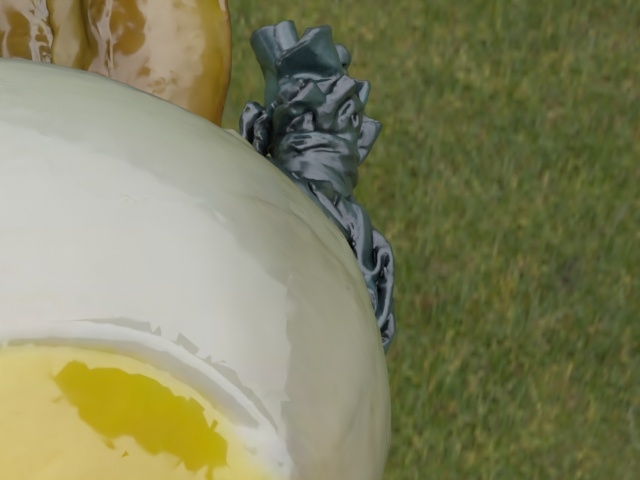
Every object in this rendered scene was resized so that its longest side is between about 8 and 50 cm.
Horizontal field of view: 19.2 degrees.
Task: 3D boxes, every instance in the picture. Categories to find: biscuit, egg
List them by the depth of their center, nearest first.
[{"bbox_3d":[-0.143,0.069,0.673,0.345,0.283,0.283,11,59,14],"label":"egg"},{"bbox_3d":[-0.166,-0.087,1.085,0.102,0.296,0.296,5,51,-40],"label":"biscuit"}]

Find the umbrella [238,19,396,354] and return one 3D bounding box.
[{"bbox_3d":[0.003,0.000,1.329,0.094,0.143,0.348,-25,46,28],"label":"umbrella"}]
